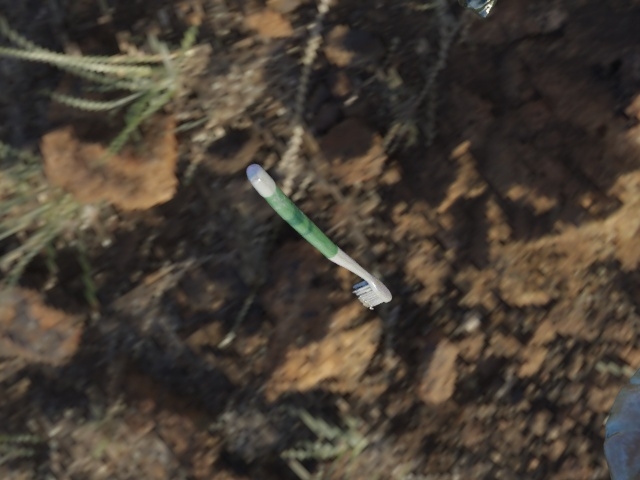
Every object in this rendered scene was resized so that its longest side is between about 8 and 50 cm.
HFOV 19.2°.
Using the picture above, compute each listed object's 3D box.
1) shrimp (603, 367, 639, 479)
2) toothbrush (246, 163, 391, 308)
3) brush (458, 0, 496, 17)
[{"bbox_3d":[0.321,0.138,1.309,0.251,0.052,0.143,3,76,-6],"label":"shrimp"},{"bbox_3d":[0.000,0.000,1.529,0.024,0.257,0.018,-26,57,12],"label":"toothbrush"},{"bbox_3d":[0.224,-0.323,1.598,0.051,0.070,0.323,41,101,-4],"label":"brush"}]
